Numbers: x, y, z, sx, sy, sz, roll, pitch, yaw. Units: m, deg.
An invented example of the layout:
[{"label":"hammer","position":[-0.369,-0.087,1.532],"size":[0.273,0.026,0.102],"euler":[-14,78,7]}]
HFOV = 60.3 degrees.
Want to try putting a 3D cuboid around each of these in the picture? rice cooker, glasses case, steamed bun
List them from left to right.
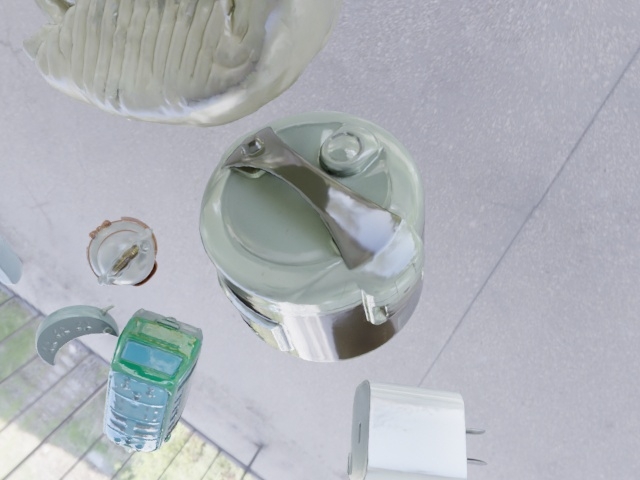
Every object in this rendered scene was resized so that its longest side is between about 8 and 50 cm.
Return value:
[{"label":"glasses case","position":[-0.787,0.041,1.352],"size":[0.045,0.067,0.179],"euler":[-2,140,4]},{"label":"steamed bun","position":[-0.127,-0.265,0.561],"size":[0.324,0.219,0.310],"euler":[-3,95,25]},{"label":"rice cooker","position":[0.000,0.000,0.822],"size":[0.334,0.335,0.325],"euler":[15,154,17]}]

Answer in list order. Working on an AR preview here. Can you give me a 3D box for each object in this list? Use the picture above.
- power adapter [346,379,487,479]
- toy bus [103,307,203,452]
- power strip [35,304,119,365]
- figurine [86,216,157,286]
[{"label":"power adapter","position":[0.189,0.373,1.026],"size":[0.255,0.187,0.124],"euler":[10,153,-8]},{"label":"toy bus","position":[-0.407,0.350,1.311],"size":[0.183,0.199,0.344],"euler":[18,127,-3]},{"label":"power strip","position":[-0.580,0.214,1.317],"size":[0.215,0.044,0.137],"euler":[-26,131,-2]},{"label":"figurine","position":[-0.375,0.021,1.041],"size":[0.143,0.143,0.271],"euler":[46,169,-4]}]
